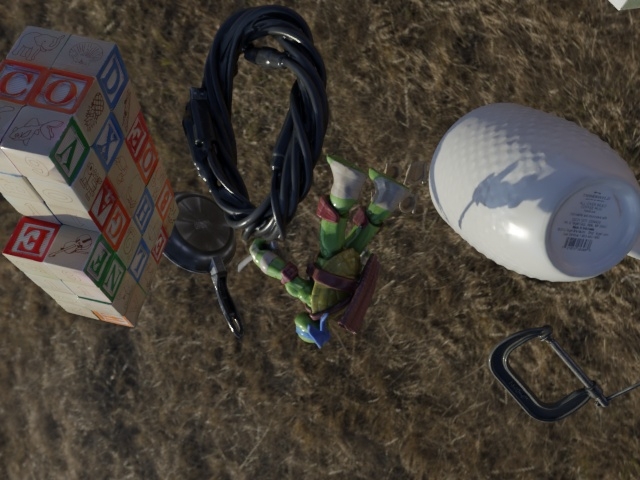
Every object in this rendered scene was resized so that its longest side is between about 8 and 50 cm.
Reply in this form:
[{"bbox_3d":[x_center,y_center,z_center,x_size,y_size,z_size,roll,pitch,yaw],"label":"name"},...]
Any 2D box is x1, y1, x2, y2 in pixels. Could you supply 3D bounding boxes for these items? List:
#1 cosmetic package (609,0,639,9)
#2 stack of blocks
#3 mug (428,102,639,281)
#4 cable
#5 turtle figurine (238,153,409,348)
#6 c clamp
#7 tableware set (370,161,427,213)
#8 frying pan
[{"bbox_3d":[0.687,-0.650,1.292,0.239,0.098,0.060,65,154,26],"label":"cosmetic package"},{"bbox_3d":[-0.243,-0.042,0.566,0.087,0.297,0.171,12,63,4],"label":"stack of blocks"},{"bbox_3d":[0.418,-0.063,0.956,0.373,0.328,0.276,19,107,-17],"label":"mug"},{"bbox_3d":[-0.046,-0.087,0.422,0.150,0.047,0.185,-37,62,35],"label":"cable"},{"bbox_3d":[0.000,0.000,0.831,0.197,0.275,0.267,24,105,-8],"label":"turtle figurine"},{"bbox_3d":[0.300,0.165,0.685,0.160,0.022,0.137,42,111,-7],"label":"c clamp"},{"bbox_3d":[0.206,-0.138,1.400,0.020,0.168,0.141,44,128,51],"label":"tableware set"},{"bbox_3d":[-0.247,0.031,1.106,0.053,0.197,0.327,-39,51,40],"label":"frying pan"}]
